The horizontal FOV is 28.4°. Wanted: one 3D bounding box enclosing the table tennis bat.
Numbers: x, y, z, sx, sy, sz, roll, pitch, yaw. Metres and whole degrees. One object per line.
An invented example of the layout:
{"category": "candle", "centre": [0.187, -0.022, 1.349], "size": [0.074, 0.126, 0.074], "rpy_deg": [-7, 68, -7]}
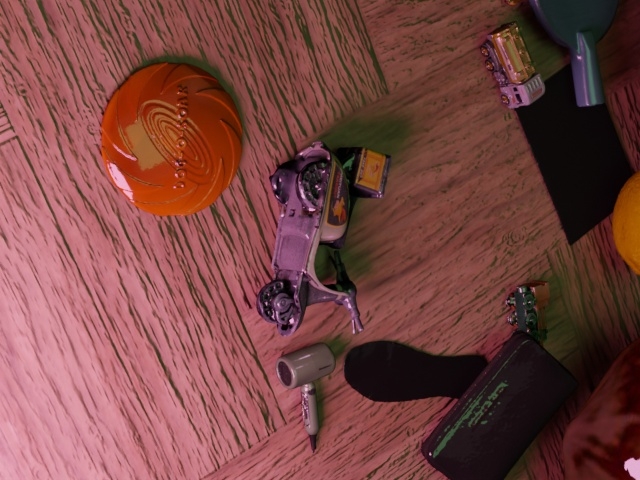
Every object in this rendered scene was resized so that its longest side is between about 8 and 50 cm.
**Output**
{"category": "table tennis bat", "centre": [0.379, -0.362, 1.861], "size": [0.215, 0.044, 0.329], "rpy_deg": [-17, 103, -39]}

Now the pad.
{"category": "pad", "centre": [0.392, -0.139, 1.917], "size": [0.170, 0.006, 0.245], "rpy_deg": [-36, 111, -24]}

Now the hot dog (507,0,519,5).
{"category": "hot dog", "centre": [0.290, -0.371, 1.826], "size": [0.083, 0.021, 0.037], "rpy_deg": [-41, 124, -24]}

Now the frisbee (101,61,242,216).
{"category": "frisbee", "centre": [-0.176, -0.124, 1.549], "size": [0.192, 0.035, 0.192], "rpy_deg": [-2, 94, -32]}

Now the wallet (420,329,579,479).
{"category": "wallet", "centre": [0.257, 0.259, 1.822], "size": [0.250, 0.044, 0.149], "rpy_deg": [-49, 115, -6]}

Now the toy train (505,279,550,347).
{"category": "toy train", "centre": [0.312, 0.112, 1.868], "size": [0.064, 0.044, 0.103], "rpy_deg": [-16, 102, -41]}

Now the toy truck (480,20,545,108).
{"category": "toy truck", "centre": [0.276, -0.251, 1.802], "size": [0.052, 0.063, 0.123], "rpy_deg": [-36, 111, -25]}

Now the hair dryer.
{"category": "hair dryer", "centre": [-0.013, 0.214, 1.675], "size": [0.071, 0.047, 0.150], "rpy_deg": [-17, 109, -31]}

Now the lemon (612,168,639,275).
{"category": "lemon", "centre": [0.534, -0.027, 1.915], "size": [0.178, 0.178, 0.203], "rpy_deg": [26, 82, -31]}

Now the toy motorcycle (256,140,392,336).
{"category": "toy motorcycle", "centre": [0.000, 0.000, 1.636], "size": [0.157, 0.091, 0.263], "rpy_deg": [15, 84, -36]}

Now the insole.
{"category": "insole", "centre": [0.136, 0.190, 1.785], "size": [0.253, 0.005, 0.086], "rpy_deg": [9, 90, -31]}

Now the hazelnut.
{"category": "hazelnut", "centre": [0.572, 0.345, 1.854], "size": [0.402, 0.402, 0.429], "rpy_deg": [18, 96, -32]}
